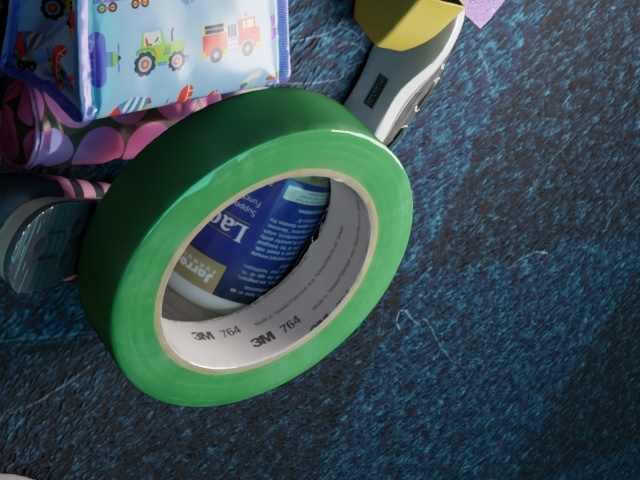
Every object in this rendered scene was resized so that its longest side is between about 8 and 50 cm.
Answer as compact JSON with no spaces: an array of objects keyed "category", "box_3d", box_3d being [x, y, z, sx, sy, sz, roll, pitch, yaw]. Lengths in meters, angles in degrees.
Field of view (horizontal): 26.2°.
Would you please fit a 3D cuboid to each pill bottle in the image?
[{"category":"pill bottle","box_3d":[-0.088,-0.017,1.429,0.153,0.153,0.264,1,125,-51]}]

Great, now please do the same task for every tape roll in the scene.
[{"category":"tape roll","box_3d":[-0.066,0.012,1.290,0.321,0.077,0.321,-24,138,-23]}]

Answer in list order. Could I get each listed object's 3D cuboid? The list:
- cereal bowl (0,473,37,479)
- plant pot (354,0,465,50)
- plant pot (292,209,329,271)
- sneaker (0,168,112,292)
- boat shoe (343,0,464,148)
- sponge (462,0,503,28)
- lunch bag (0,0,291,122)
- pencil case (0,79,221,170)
[{"category":"cereal bowl","box_3d":[-0.339,0.437,1.523,0.339,0.141,0.338,-15,109,-52]},{"category":"plant pot","box_3d":[0.084,-0.247,1.448,0.081,0.081,0.083,0,138,-50]},{"category":"plant pot","box_3d":[0.000,0.000,1.563,0.165,0.167,0.167,-6,131,-58]},{"category":"sneaker","box_3d":[-0.260,-0.023,1.281,0.112,0.131,0.319,-65,169,2]},{"category":"boat shoe","box_3d":[0.098,-0.182,1.538,0.076,0.080,0.228,-7,133,-54]},{"category":"sponge","box_3d":[0.214,-0.345,1.531,0.210,0.031,0.117,-51,148,10]},{"category":"lunch bag","box_3d":[-0.135,-0.270,1.139,0.221,0.138,0.293,-17,126,-38]},{"category":"pencil case","box_3d":[-0.195,-0.110,1.257,0.209,0.098,0.095,-6,112,-43]}]
